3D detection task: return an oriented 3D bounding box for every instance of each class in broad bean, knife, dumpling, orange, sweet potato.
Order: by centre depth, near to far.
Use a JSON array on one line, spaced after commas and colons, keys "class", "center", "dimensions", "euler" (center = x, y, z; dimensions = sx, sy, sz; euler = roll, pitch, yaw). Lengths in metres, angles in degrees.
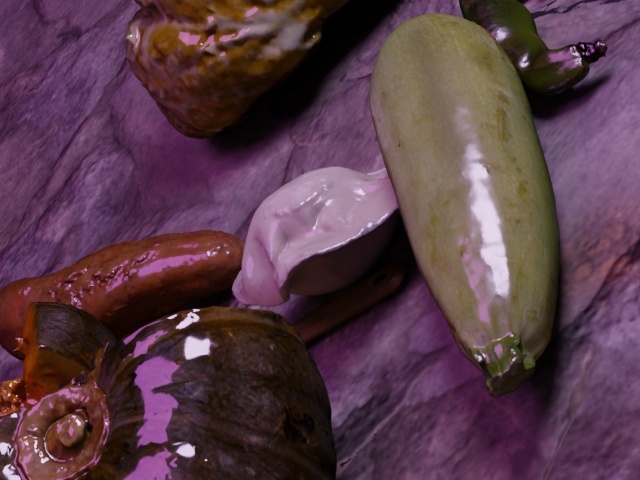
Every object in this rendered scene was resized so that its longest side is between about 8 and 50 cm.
[{"class": "dumpling", "center": [-0.001, 0.002, 1.316], "dimensions": [0.169, 0.100, 0.134], "euler": [-15, 17, 8]}, {"class": "broad bean", "center": [0.159, -0.156, 1.329], "dimensions": [0.061, 0.046, 0.195], "euler": [-55, 34, 4]}, {"class": "knife", "center": [-0.043, 0.099, 1.372], "dimensions": [0.298, 0.017, 0.047], "euler": [-32, 39, 31]}, {"class": "sweet potato", "center": [-0.214, 0.063, 1.563], "dimensions": [0.354, 0.095, 0.106], "euler": [-16, 21, 39]}, {"class": "orange", "center": [-0.062, -0.282, 1.623], "dimensions": [0.369, 0.210, 0.271], "euler": [-48, 27, 3]}]

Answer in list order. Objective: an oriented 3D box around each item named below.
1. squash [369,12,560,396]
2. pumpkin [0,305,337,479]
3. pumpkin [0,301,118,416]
[{"class": "squash", "center": [0.113, -0.032, 1.199], "dimensions": [0.118, 0.118, 0.370], "euler": [-39, 39, 24]}, {"class": "pumpkin", "center": [-0.119, 0.221, 1.195], "dimensions": [0.325, 0.242, 0.232], "euler": [-31, 61, 17]}, {"class": "pumpkin", "center": [-0.231, 0.188, 1.452], "dimensions": [0.248, 0.126, 0.131], "euler": [-67, 22, 10]}]
